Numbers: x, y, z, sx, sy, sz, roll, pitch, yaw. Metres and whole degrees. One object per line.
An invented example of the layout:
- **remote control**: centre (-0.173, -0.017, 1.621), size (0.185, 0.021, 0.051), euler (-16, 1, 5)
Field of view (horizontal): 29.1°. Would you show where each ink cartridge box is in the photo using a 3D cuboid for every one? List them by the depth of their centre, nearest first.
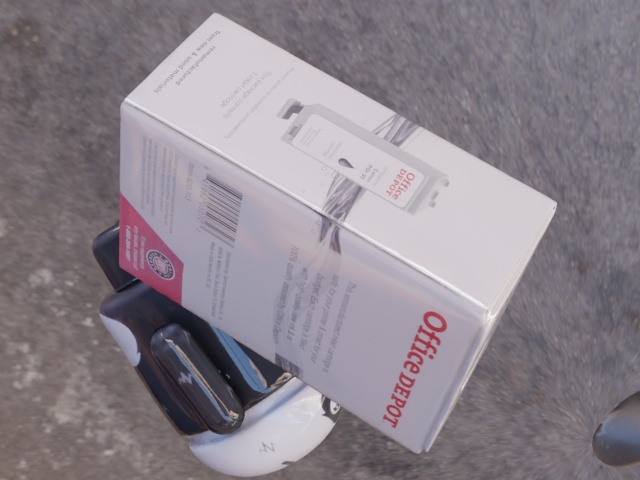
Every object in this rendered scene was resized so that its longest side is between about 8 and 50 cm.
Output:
- **ink cartridge box**: centre (0.000, 0.000, 0.889), size (0.283, 0.207, 0.117), euler (31, 56, 11)

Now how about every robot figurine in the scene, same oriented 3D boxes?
- **robot figurine**: centre (-0.091, 0.085, 1.152), size (0.209, 0.173, 0.278), euler (-37, 99, -35)

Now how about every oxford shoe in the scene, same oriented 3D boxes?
- **oxford shoe**: centre (0.398, 0.193, 1.365), size (0.212, 0.076, 0.076), euler (-29, 58, -2)
